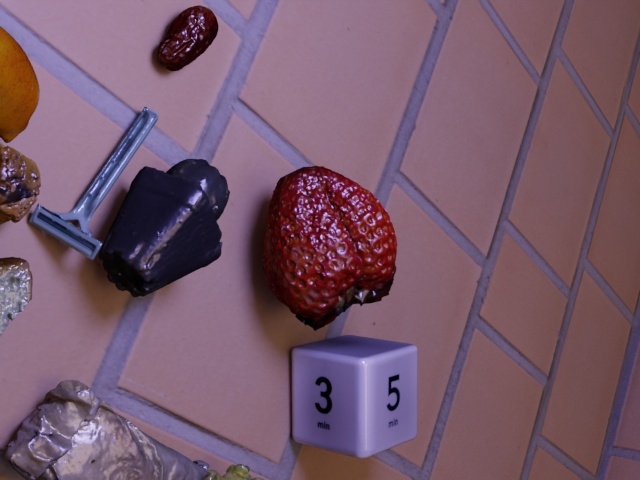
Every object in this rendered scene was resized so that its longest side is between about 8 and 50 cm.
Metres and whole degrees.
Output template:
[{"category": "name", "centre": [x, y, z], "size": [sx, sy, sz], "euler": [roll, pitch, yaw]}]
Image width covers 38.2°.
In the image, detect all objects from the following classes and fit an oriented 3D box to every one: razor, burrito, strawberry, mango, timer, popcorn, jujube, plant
[{"category": "razor", "centre": [-0.336, -0.102, 1.458], "size": [0.111, 0.056, 0.278], "euler": [32, 57, -7]}, {"category": "burrito", "centre": [-0.335, 0.355, 1.451], "size": [0.175, 0.107, 0.348], "euler": [-54, 130, -12]}, {"category": "strawberry", "centre": [0.000, 0.000, 1.713], "size": [0.250, 0.238, 0.288], "euler": [-35, 110, -20]}, {"category": "mango", "centre": [-0.476, -0.236, 1.213], "size": [0.252, 0.153, 0.126], "euler": [47, 50, -56]}, {"category": "timer", "centre": [0.069, 0.305, 1.846], "size": [0.194, 0.192, 0.195], "euler": [-5, 96, -49]}, {"category": "popcorn", "centre": [-0.172, 0.468, 1.626], "size": [0.136, 0.162, 0.141], "euler": [-89, -167, -47]}, {"category": "jujube", "centre": [-0.224, -0.339, 1.551], "size": [0.129, 0.077, 0.077], "euler": [-54, 130, -26]}, {"category": "plant", "centre": [-0.238, -0.026, 1.478], "size": [0.256, 0.141, 0.164], "euler": [-56, 151, -35]}]

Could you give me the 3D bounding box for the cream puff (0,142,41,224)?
[{"category": "cream puff", "centre": [-0.448, -0.079, 1.288], "size": [0.133, 0.104, 0.119], "euler": [-7, 92, -50]}]

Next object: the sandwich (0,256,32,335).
[{"category": "sandwich", "centre": [-0.520, 0.146, 1.218], "size": [0.288, 0.099, 0.254], "euler": [-4, 89, -49]}]
